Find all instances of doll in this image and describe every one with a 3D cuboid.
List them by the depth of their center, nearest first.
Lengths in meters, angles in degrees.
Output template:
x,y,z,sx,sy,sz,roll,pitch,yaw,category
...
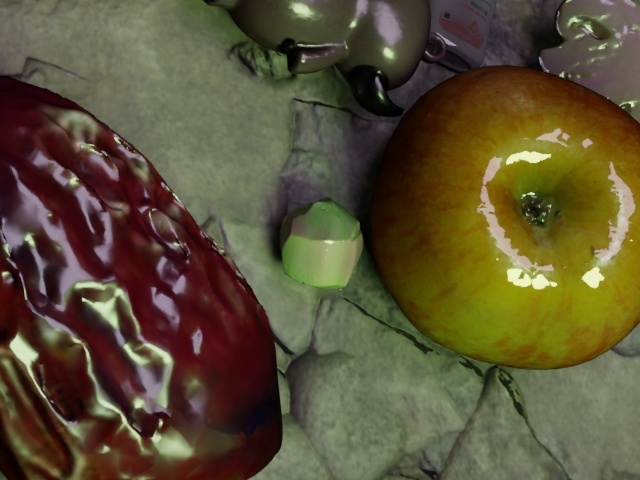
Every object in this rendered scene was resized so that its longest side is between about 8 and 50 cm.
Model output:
x,y,z,sx,sy,sz,roll,pitch,yaw,category
0.005,-0.225,1.539,0.257,0.117,0.182,22,67,-23,doll

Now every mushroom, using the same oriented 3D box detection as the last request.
x,y,z,sx,sy,sz,roll,pitch,yaw,category
0.321,-0.181,1.728,0.117,0.141,0.188,-11,84,-69,mushroom

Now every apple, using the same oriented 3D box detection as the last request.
x,y,z,sx,sy,sz,roll,pitch,yaw,category
0.197,-0.026,1.502,0.302,0.301,0.301,11,68,-29,apple

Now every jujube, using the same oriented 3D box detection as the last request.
x,y,z,sx,sy,sz,roll,pitch,yaw,category
-0.188,0.061,1.240,0.376,0.258,0.258,49,55,-13,jujube

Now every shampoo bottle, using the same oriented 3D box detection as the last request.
x,y,z,sx,sy,sz,roll,pitch,yaw,category
0.151,-0.260,1.690,0.080,0.040,0.165,26,63,-21,shampoo bottle

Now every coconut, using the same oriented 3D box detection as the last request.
x,y,z,sx,sy,sz,roll,pitch,yaw,category
0.000,0.000,1.486,0.083,0.082,0.081,-4,109,-24,coconut
